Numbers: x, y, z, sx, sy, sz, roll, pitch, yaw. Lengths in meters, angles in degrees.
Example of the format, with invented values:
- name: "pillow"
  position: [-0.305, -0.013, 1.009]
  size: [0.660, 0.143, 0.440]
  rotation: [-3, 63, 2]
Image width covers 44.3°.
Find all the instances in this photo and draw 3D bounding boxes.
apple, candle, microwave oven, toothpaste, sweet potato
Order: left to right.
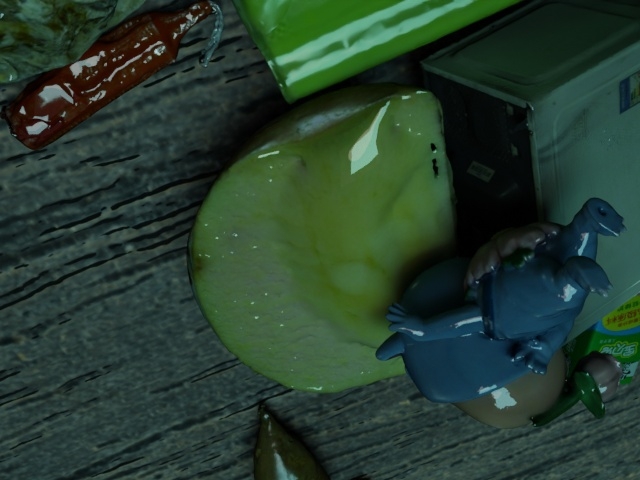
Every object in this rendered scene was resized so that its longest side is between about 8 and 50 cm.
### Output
- name: "candle"
  position: [-0.135, -0.111, 0.519]
  size: [0.162, 0.048, 0.053]
  rotation: [-32, 153, 5]
- name: "sweet potato"
  position: [-0.012, 0.272, 0.776]
  size: [0.074, 0.075, 0.270]
  rotation: [-23, 124, 1]
- name: "apple"
  position: [0.000, 0.000, 0.579]
  size: [0.193, 0.120, 0.265]
  rotation: [-14, 132, 2]
- name: "microwave oven"
  position: [0.170, -0.056, 0.569]
  size: [0.163, 0.129, 0.205]
  rotation: [-28, 126, -17]
- name: "toothpaste"
  position: [0.276, 0.015, 0.698]
  size: [0.065, 0.050, 0.267]
  rotation: [-3, 123, -15]

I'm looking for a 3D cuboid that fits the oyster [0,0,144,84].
- name: "oyster"
  position: [-0.245, -0.161, 0.396]
  size: [0.350, 0.158, 0.162]
  rotation: [6, 161, -34]

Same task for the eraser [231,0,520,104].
- name: "eraser"
  position: [0.057, -0.227, 0.469]
  size: [0.274, 0.092, 0.210]
  rotation: [-26, 125, 2]

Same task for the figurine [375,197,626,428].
- name: "figurine"
  position: [0.126, 0.060, 0.483]
  size: [0.144, 0.114, 0.178]
  rotation: [46, 141, 6]
